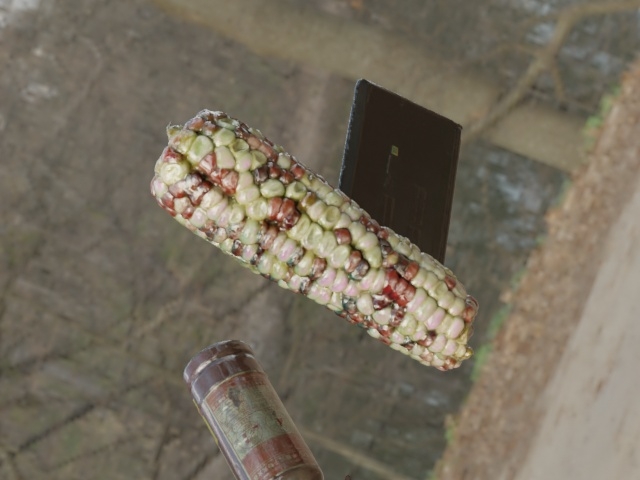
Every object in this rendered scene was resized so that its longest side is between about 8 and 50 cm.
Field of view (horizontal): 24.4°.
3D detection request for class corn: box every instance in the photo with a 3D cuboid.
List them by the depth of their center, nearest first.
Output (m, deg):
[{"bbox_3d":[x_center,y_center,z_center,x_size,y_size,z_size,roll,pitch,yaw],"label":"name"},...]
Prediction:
[{"bbox_3d":[0.000,0.000,1.094,0.092,0.280,0.092,-58,4,6],"label":"corn"}]

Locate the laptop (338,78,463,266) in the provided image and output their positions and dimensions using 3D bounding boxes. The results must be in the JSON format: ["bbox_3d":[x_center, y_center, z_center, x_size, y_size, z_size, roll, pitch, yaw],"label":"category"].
[{"bbox_3d":[0.073,-0.045,1.397,0.016,0.135,0.197,-20,55,50],"label":"laptop"}]

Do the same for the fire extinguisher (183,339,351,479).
[{"bbox_3d":[-0.044,0.196,1.361,0.252,0.075,0.106,57,156,35],"label":"fire extinguisher"}]
